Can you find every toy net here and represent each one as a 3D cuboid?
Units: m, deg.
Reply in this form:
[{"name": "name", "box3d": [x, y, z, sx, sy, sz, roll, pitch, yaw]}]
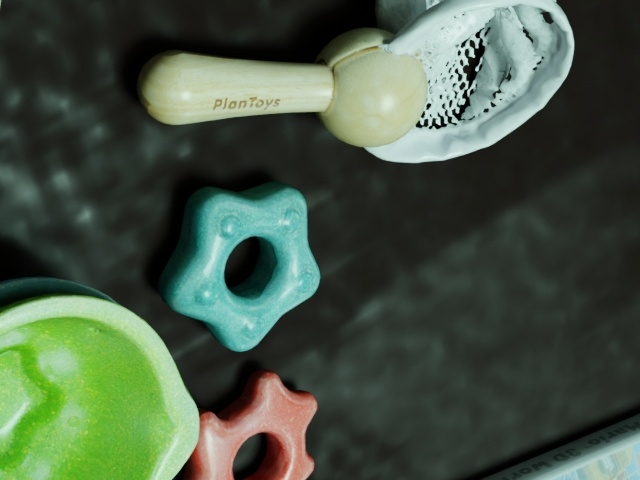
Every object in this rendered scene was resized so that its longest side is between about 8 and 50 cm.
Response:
[{"name": "toy net", "box3d": [0.000, 0.000, 0.440, 0.232, 0.045, 0.122, -45, 126, -15]}]

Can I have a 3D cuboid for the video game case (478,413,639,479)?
[{"name": "video game case", "box3d": [0.100, 0.108, 0.569, 0.166, 0.015, 0.119, -18, 115, -30]}]
